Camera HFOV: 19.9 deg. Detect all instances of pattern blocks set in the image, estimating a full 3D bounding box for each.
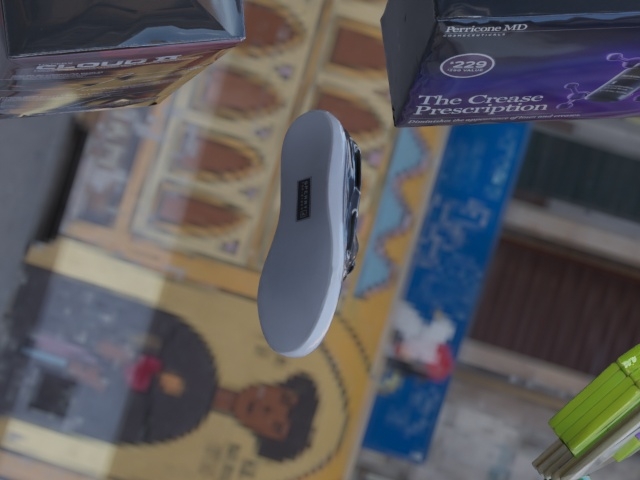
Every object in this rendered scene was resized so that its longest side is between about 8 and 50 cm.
[{"bbox_3d":[0.195,0.052,0.890,0.285,0.026,0.325,-19,156,-49],"label":"pattern blocks set"}]

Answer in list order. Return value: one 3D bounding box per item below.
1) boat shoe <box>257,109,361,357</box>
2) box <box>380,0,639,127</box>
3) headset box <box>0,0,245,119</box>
[{"bbox_3d":[0.000,0.000,1.599,0.076,0.080,0.228,32,52,-48],"label":"boat shoe"},{"bbox_3d":[0.189,-0.166,1.337,0.184,0.261,0.103,106,-21,-66],"label":"box"},{"bbox_3d":[-0.119,-0.181,0.881,0.293,0.110,0.218,168,-85,-77],"label":"headset box"}]
